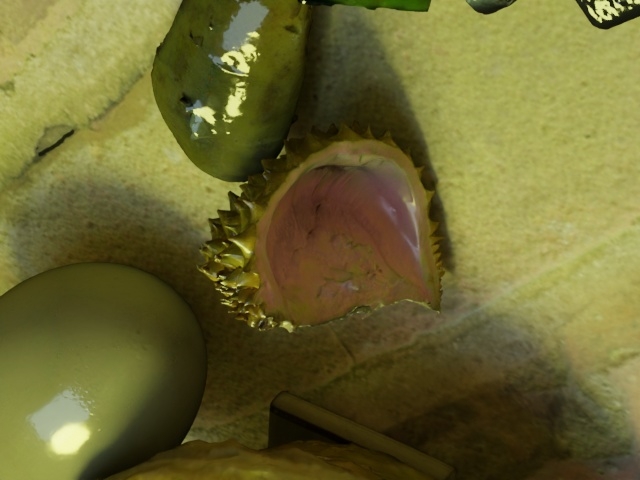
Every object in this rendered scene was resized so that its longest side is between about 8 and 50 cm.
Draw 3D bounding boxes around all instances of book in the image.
[{"bbox_3d":[0.028,0.235,1.501,0.161,0.026,0.231,22,137,18],"label":"book"}]

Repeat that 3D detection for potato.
[{"bbox_3d":[-0.056,-0.117,1.189,0.105,0.085,0.188,30,135,2],"label":"potato"}]

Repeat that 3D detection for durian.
[{"bbox_3d":[0.002,-0.001,1.192,0.132,0.182,0.165,61,155,23],"label":"durian"}]

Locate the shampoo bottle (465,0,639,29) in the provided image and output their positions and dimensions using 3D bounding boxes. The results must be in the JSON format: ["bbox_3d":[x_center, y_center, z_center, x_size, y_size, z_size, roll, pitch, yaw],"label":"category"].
[{"bbox_3d":[0.194,-0.184,0.956,0.309,0.071,0.098,-18,119,47],"label":"shampoo bottle"}]

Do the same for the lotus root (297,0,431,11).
[{"bbox_3d":[-0.010,-0.223,1.013,0.186,0.186,0.186,20,137,20],"label":"lotus root"}]

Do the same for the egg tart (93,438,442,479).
[{"bbox_3d":[0.014,0.282,1.389,0.443,0.178,0.443,12,135,13],"label":"egg tart"}]

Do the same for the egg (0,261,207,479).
[{"bbox_3d":[-0.188,0.112,1.419,0.186,0.186,0.242,46,127,-10],"label":"egg"}]
